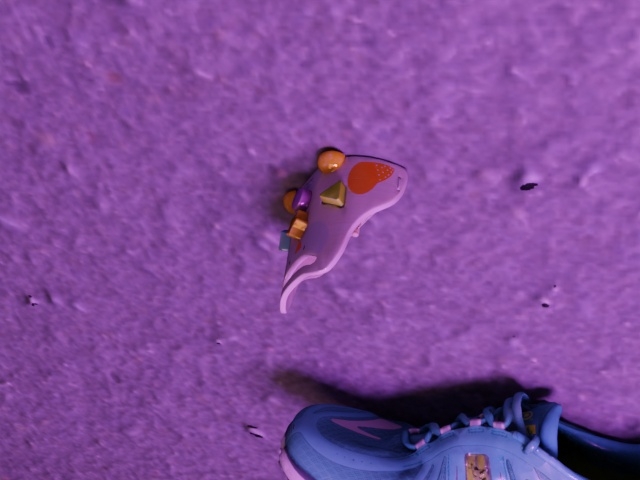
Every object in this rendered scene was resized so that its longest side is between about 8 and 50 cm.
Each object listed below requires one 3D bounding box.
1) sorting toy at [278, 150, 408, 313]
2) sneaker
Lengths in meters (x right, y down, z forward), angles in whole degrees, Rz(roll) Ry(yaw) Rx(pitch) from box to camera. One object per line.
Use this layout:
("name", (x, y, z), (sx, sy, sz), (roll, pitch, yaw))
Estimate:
("sorting toy", (0.000, 0.000, 0.508), (0.044, 0.075, 0.083), (31, 137, -13))
("sneaker", (0.111, 0.141, 0.622), (0.275, 0.107, 0.110), (10, 119, 4))
